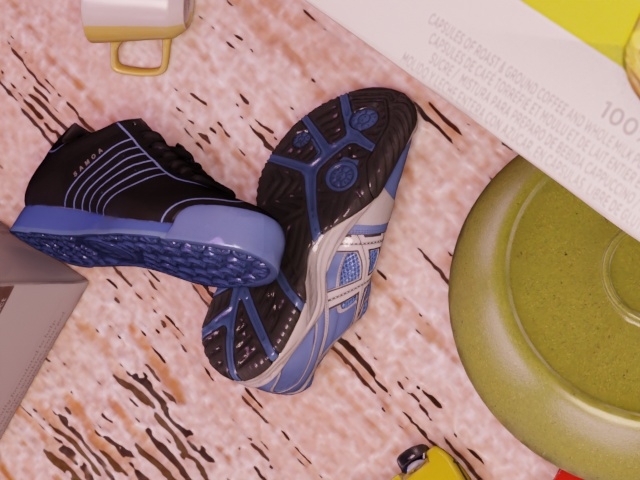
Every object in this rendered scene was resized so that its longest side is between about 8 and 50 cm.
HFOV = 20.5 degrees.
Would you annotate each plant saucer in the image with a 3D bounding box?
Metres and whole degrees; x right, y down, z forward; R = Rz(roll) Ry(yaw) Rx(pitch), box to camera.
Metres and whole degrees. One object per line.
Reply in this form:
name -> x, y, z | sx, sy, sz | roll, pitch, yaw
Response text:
plant saucer -> 0.193, 0.024, 1.010 | 0.241, 0.037, 0.241 | -2, 66, 5

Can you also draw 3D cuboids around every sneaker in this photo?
sneaker -> 0.000, 0.000, 1.103 | 0.080, 0.081, 0.211 | 23, 79, 34
sneaker -> -0.102, -0.029, 1.086 | 0.232, 0.081, 0.090 | 7, 70, 43

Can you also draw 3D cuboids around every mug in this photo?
mug -> -0.115, -0.152, 1.149 | 0.064, 0.078, 0.062 | 5, 59, 7

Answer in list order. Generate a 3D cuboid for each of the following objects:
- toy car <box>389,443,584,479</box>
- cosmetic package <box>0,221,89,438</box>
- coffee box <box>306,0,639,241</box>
toy car -> 0.121, 0.101, 1.064 | 0.239, 0.053, 0.225 | -5, 79, 33
cosmetic package -> -0.283, 0.043, 1.141 | 0.184, 0.151, 0.151 | 33, 99, 14
coffee box -> 0.212, -0.173, 0.733 | 0.338, 0.338, 0.334 | 39, 104, 27
